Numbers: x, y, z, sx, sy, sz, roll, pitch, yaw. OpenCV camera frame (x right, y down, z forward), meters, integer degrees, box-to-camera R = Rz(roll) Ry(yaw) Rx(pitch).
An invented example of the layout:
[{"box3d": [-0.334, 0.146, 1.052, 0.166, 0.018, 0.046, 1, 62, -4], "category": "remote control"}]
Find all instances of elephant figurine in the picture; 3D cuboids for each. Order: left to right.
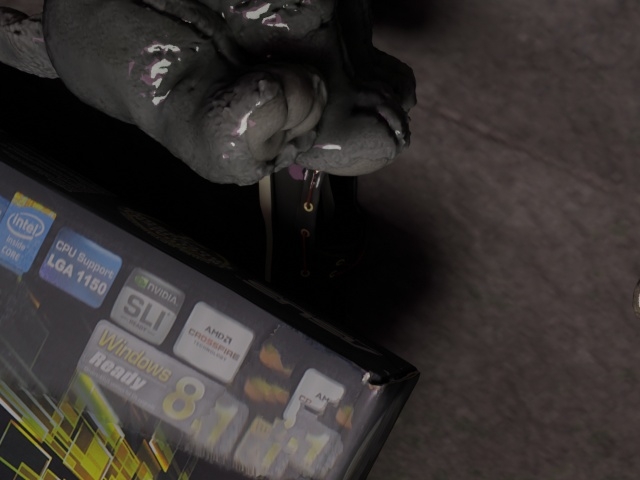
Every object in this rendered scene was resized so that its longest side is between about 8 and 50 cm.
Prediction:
[{"box3d": [-0.020, -0.156, 0.665, 0.169, 0.186, 0.239, 48, 139, 48], "category": "elephant figurine"}]

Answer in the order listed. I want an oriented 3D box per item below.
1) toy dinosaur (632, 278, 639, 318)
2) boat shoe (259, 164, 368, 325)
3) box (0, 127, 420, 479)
[{"box3d": [0.243, -0.064, 0.615, 0.295, 0.127, 0.200, -15, 119, 29], "category": "toy dinosaur"}, {"box3d": [-0.001, 0.001, 0.833, 0.042, 0.049, 0.133, 14, 128, 26], "category": "boat shoe"}, {"box3d": [-0.195, 0.106, 0.834, 0.395, 0.097, 0.318, 30, 96, 14], "category": "box"}]
